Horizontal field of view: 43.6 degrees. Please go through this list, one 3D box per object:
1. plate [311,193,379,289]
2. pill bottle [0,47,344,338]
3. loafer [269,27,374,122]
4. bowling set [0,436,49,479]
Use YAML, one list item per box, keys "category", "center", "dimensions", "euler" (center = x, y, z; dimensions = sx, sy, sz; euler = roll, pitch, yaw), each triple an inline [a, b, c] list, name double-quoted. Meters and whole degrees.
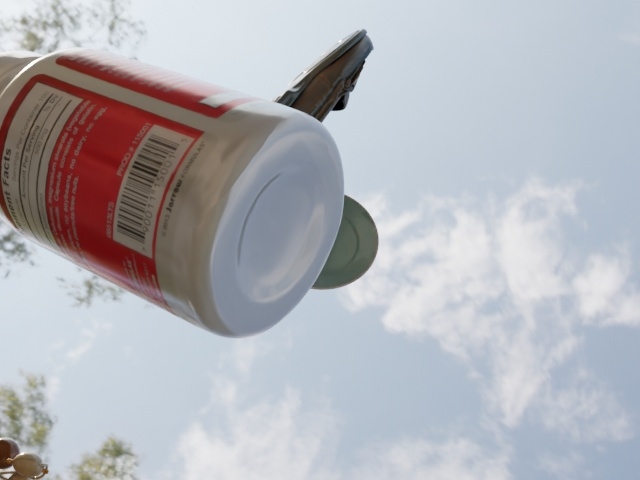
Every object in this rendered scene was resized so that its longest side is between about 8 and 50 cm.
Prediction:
- category: "plate"
  center: [0.000, 0.000, 1.294]
  dimensions: [0.188, 0.024, 0.188]
  euler: [2, -121, -3]
- category: "pill bottle"
  center: [-0.198, -0.072, 0.846]
  dimensions: [0.408, 0.229, 0.229]
  euler: [22, -103, 29]
- category: "loafer"
  center: [-0.007, -0.195, 1.119]
  dimensions: [0.267, 0.084, 0.096]
  euler: [-46, -164, -28]
- category: "bowling set"
  center: [-0.531, 0.370, 1.275]
  dimensions: [0.154, 0.287, 0.199]
  euler: [-56, -153, 33]
